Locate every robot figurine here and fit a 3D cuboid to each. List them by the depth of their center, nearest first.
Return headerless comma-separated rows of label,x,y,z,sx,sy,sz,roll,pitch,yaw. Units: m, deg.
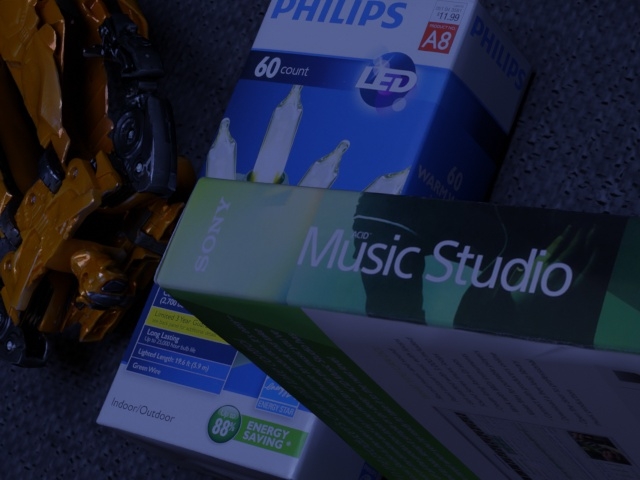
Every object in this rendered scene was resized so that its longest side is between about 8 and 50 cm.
robot figurine,-0.158,-0.067,0.986,0.211,0.085,0.291,-51,48,26

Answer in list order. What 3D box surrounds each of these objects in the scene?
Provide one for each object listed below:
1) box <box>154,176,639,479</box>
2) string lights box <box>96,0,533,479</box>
box,0.125,0.062,0.670,0.322,0.232,0.058,5,65,33
string lights box,0.000,0.000,0.878,0.133,0.077,0.259,10,72,36
